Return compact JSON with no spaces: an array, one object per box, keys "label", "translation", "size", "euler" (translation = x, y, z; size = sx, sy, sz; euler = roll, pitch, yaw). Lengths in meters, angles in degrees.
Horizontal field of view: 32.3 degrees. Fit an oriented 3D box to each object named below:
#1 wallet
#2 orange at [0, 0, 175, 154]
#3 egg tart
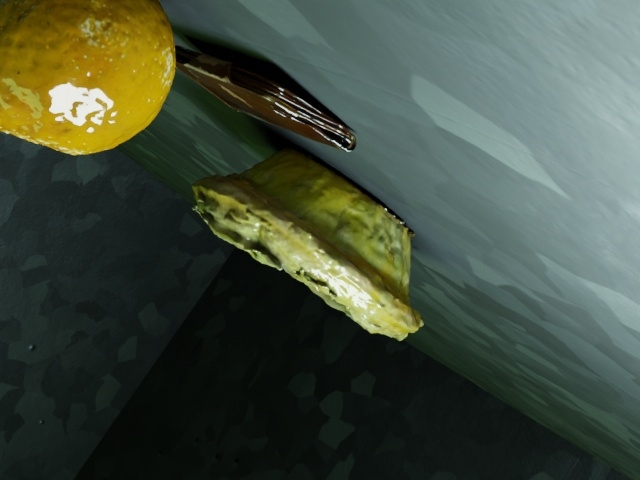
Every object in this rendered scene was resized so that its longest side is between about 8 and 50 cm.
[{"label":"wallet","translation":[-0.051,-0.116,0.873],"size":[0.095,0.026,0.176],"euler":[31,179,-37]},{"label":"orange","translation":[-0.188,-0.141,0.785],"size":[0.177,0.155,0.177],"euler":[26,-172,-4]},{"label":"egg tart","translation":[0.000,0.000,1.119],"size":[0.288,0.118,0.288],"euler":[33,174,4]}]
